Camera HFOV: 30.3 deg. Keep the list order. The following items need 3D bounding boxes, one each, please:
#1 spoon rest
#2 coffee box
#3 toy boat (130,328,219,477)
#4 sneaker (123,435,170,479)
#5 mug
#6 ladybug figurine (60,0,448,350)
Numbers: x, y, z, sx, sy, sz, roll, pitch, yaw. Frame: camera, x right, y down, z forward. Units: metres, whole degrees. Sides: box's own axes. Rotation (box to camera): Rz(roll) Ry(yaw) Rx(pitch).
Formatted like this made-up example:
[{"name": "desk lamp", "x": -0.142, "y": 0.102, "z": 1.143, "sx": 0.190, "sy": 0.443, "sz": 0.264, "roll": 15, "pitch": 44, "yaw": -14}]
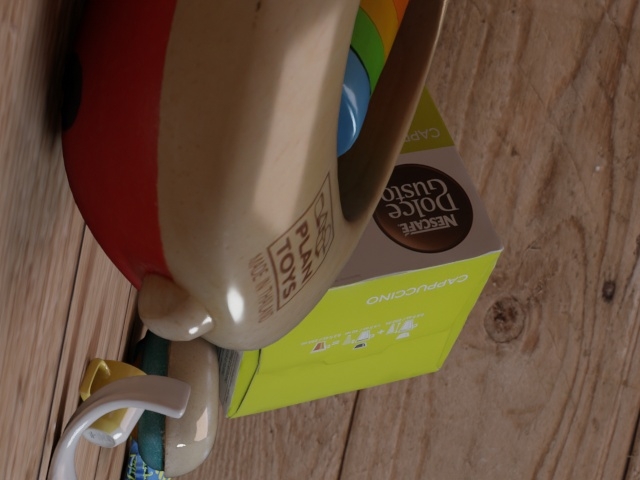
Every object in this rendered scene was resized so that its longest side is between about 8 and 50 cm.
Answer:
[{"name": "spoon rest", "x": -0.196, "y": 0.228, "z": 0.961, "sx": 0.137, "sy": 0.084, "sz": 0.276, "roll": -89, "pitch": -156, "yaw": -77}, {"name": "coffee box", "x": 0.000, "y": 0.000, "z": 1.620, "sx": 0.338, "sy": 0.337, "sz": 0.334, "roll": 107, "pitch": -33, "yaw": -55}, {"name": "toy boat", "x": -0.209, "y": 0.259, "z": 1.518, "sx": 0.267, "sy": 0.148, "sz": 0.318, "roll": -115, "pitch": -152, "yaw": -75}, {"name": "sneaker", "x": -0.265, "y": 0.365, "z": 1.842, "sx": 0.240, "sy": 0.091, "sz": 0.126, "roll": 109, "pitch": -8, "yaw": -60}, {"name": "mug", "x": -0.194, "y": 0.147, "z": 1.064, "sx": 0.062, "sy": 0.078, "sz": 0.064, "roll": -24, "pitch": -143, "yaw": 45}, {"name": "ladybug figurine", "x": -0.029, "y": -0.136, "z": 0.721, "sx": 0.305, "sy": 0.161, "sz": 0.449, "roll": 85, "pitch": 22, "yaw": -51}]
